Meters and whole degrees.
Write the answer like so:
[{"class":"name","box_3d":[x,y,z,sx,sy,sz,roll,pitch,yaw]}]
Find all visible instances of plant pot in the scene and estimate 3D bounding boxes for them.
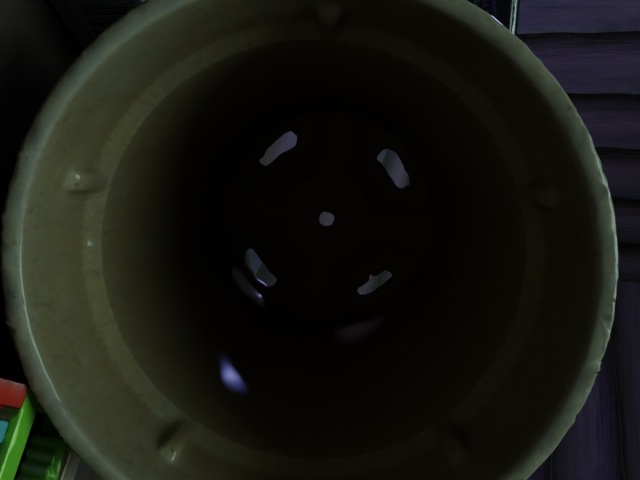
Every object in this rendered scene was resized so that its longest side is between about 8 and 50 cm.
[{"class":"plant pot","box_3d":[0.000,0.000,0.478,0.305,0.334,0.334,-65,158,-80]}]

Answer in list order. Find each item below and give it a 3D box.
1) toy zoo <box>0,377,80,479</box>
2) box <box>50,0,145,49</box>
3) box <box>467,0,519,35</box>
[{"class":"toy zoo","box_3d":[-0.216,0.140,0.257,0.293,0.030,0.192,58,40,-64]},{"class":"box","box_3d":[-0.122,-0.206,0.386,0.126,0.072,0.137,67,33,-56]},{"class":"box","box_3d":[0.081,-0.241,0.694,0.165,0.270,0.143,-29,123,-70]}]
